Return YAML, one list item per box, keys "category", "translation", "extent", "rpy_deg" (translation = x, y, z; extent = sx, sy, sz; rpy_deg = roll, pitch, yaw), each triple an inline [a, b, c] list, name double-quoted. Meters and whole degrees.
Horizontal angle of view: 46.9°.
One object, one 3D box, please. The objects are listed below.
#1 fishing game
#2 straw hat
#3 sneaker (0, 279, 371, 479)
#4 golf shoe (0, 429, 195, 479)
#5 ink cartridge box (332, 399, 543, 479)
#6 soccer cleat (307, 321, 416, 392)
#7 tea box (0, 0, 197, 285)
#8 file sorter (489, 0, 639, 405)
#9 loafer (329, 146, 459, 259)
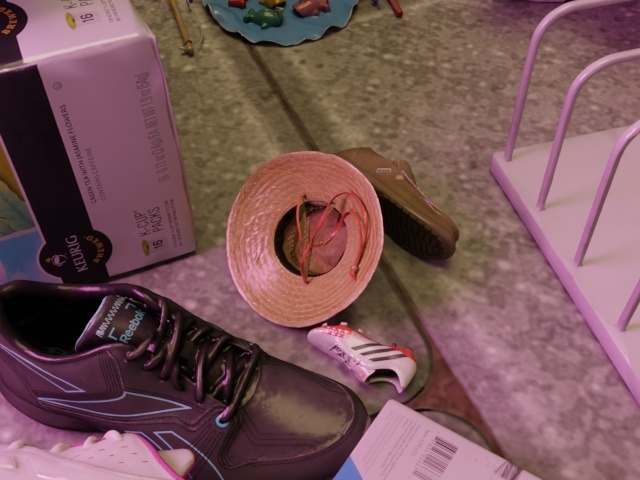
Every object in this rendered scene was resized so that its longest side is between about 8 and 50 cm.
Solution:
- category: "fishing game"
  translation: [-0.046, -0.296, 0.860]
  extent: [0.264, 0.041, 0.189]
  rpy_deg: [-11, 52, -9]
- category: "straw hat"
  translation: [0.000, 0.000, 0.583]
  extent: [0.144, 0.144, 0.061]
  rpy_deg: [38, 18, 28]
- category: "sneaker"
  translation: [-0.099, 0.092, 0.479]
  extent: [0.268, 0.106, 0.101]
  rpy_deg: [11, 49, 8]
- category: "golf shoe"
  translation: [-0.150, 0.157, 0.396]
  extent: [0.306, 0.115, 0.140]
  rpy_deg: [23, 42, 11]
- category: "ink cartridge box"
  translation: [0.091, 0.183, 0.421]
  extent: [0.180, 0.060, 0.104]
  rpy_deg: [25, 53, 25]
- category: "soccer cleat"
  translation: [0.028, 0.085, 0.535]
  extent: [0.083, 0.029, 0.035]
  rpy_deg: [17, 47, 9]
- category: "tea box"
  translation: [-0.311, -0.124, 0.591]
  extent: [0.324, 0.220, 0.329]
  rpy_deg: [-19, 51, -15]
- category: "file sorter"
  translation: [0.284, -0.041, 0.548]
  extent: [0.193, 0.173, 0.277]
  rpy_deg: [-13, 51, -10]
- category: "loafer"
  translation: [0.065, -0.040, 0.624]
  extent: [0.050, 0.056, 0.148]
  rpy_deg: [-37, 58, -20]
